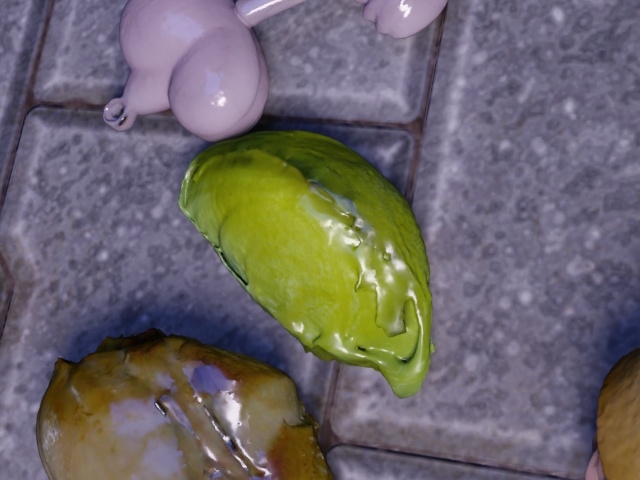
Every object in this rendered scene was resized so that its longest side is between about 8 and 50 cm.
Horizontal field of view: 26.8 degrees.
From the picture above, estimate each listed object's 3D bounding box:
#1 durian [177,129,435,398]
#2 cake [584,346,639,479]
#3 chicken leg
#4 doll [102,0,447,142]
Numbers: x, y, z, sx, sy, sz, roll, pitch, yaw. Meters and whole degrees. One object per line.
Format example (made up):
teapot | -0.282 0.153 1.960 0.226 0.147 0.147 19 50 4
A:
durian | 0.000 0.000 0.998 0.250 0.101 0.139 34 122 26
cake | 0.246 0.157 0.820 0.208 0.185 0.178 54 132 23
chicken leg | -0.034 0.213 0.929 0.429 0.152 0.201 40 102 19
doll | -0.020 -0.191 1.065 0.365 0.094 0.160 -31 68 8
